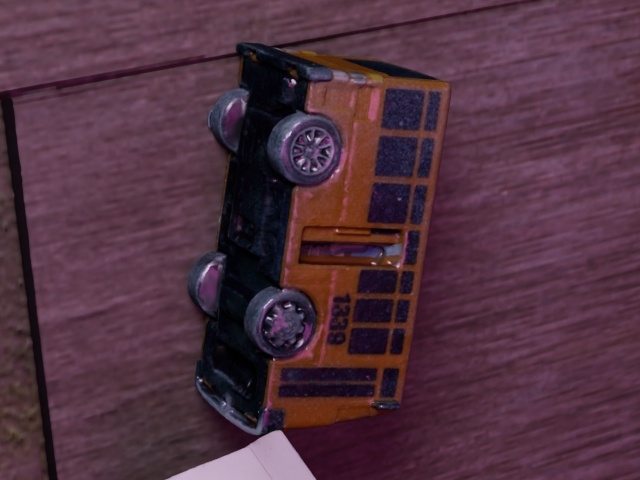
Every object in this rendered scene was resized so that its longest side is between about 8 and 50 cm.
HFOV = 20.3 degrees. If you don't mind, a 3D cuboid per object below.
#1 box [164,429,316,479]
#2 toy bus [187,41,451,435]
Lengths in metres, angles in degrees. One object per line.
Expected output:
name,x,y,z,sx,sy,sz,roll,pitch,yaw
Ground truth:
box,-0.020,0.207,0.872,0.081,0.135,0.199,-22,143,-23
toy bus,0.000,0.000,0.887,0.103,0.091,0.182,2,103,-29
